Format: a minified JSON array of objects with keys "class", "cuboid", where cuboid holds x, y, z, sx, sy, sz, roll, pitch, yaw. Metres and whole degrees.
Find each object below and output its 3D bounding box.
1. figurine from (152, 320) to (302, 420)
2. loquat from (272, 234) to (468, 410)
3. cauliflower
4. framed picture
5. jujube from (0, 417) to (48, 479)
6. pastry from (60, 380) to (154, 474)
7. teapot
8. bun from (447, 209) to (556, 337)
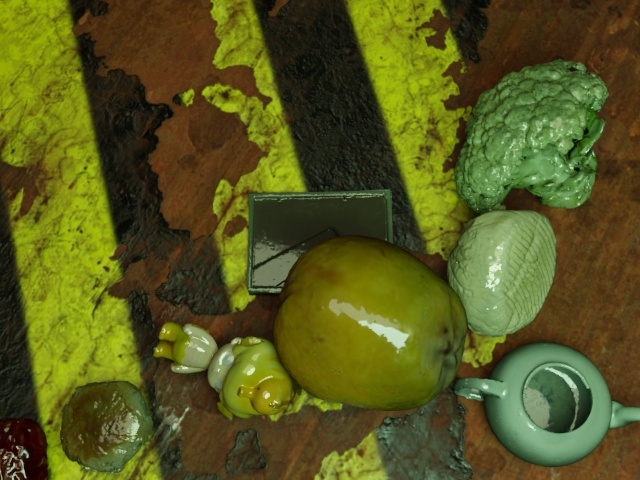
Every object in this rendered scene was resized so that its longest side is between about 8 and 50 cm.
[{"class":"figurine","cuboid":[-0.148,0.205,1.238,0.246,0.131,0.156,26,110,9]},{"class":"loquat","cuboid":[0.075,0.122,1.169,0.283,0.276,0.276,14,72,28]},{"class":"cauliflower","cuboid":[0.374,-0.164,1.309,0.250,0.275,0.272,43,43,-22]},{"class":"framed picture","cuboid":[0.000,0.000,1.346,0.260,0.023,0.189,-2,72,2]},{"class":"jujube","cuboid":[-0.488,0.368,1.207,0.112,0.109,0.176,-15,72,33]},{"class":"pastry","cuboid":[-0.347,0.296,1.236,0.153,0.081,0.153,0,77,2]},{"class":"teapot","cuboid":[0.354,0.252,1.196,0.294,0.129,0.193,10,72,5]},{"class":"bun","cuboid":[0.286,0.050,1.244,0.134,0.220,0.220,17,71,40]}]
